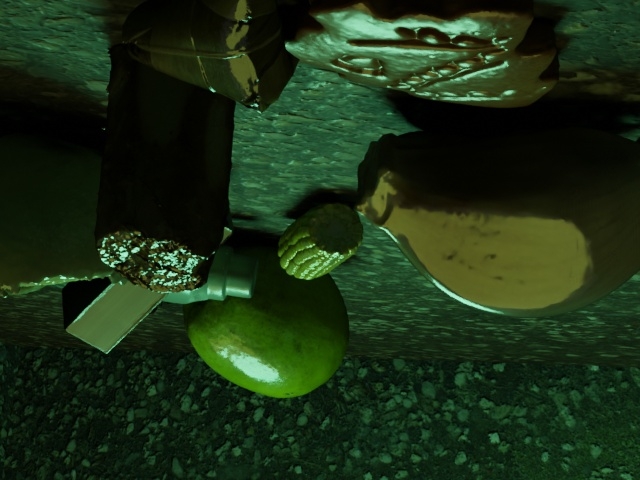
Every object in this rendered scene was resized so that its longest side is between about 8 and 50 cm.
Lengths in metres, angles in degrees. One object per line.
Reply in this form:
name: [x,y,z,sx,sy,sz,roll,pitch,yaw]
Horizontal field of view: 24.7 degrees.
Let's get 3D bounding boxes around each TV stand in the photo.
TV stand: [-0.239,0.029,1.997,0.082,0.088,0.269,34,114,-32]

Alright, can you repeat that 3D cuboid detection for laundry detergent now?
laundry detergent: [-0.297,0.022,2.236,0.397,0.125,0.264,10,165,4]

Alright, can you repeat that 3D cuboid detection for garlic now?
garlic: [0.231,-0.061,1.571,0.340,0.231,0.246,-14,118,19]

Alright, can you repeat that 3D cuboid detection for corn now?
corn: [0.000,0.000,2.114,0.093,0.093,0.244,9,168,-13]

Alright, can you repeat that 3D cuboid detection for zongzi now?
zongzi: [-0.105,-0.200,1.234,0.160,0.078,0.176,17,149,19]

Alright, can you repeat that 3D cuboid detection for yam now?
yam: [-0.154,-0.077,1.451,0.129,0.238,0.128,-10,156,34]

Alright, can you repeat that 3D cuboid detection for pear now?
pear: [-0.093,0.131,2.440,0.307,0.253,0.253,19,164,-38]

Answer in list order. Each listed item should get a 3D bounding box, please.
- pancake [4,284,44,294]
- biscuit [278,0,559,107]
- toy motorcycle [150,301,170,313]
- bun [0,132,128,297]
pancake: [-0.468,-0.008,2.096,0.241,0.050,0.242,12,127,16]
biscuit: [0.107,-0.166,1.317,0.284,0.043,0.306,-3,166,40]
toy motorcycle: [-0.366,0.082,2.648,0.207,0.134,0.401,7,168,-1]
bun: [-0.386,-0.033,1.831,0.364,0.202,0.364,-7,-177,0]
